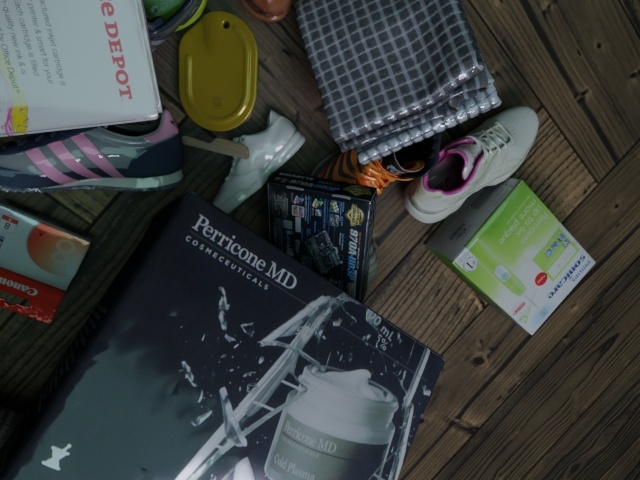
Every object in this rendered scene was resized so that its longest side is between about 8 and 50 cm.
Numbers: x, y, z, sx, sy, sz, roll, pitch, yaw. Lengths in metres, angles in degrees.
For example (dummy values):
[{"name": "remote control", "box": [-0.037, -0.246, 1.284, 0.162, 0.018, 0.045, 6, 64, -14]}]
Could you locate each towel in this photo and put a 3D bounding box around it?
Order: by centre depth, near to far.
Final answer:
[{"name": "towel", "box": [0.100, -0.281, 0.705, 0.235, 0.121, 0.283, -21, 71, 16]}]

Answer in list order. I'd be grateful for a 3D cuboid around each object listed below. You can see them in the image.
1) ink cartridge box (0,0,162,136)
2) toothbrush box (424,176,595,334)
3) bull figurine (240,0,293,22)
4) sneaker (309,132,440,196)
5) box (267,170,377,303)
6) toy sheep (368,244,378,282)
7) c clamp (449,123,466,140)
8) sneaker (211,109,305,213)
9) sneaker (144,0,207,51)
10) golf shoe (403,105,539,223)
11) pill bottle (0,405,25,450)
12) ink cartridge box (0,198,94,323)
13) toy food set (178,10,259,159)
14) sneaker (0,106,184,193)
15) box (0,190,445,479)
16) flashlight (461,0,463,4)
[{"name": "ink cartridge box", "box": [-0.357, -0.237, 0.555, 0.306, 0.131, 0.226, -9, 108, -14]}, {"name": "toothbrush box", "box": [0.394, 0.027, 1.001, 0.283, 0.122, 0.206, 39, 93, -25]}, {"name": "bull figurine", "box": [-0.053, -0.496, 0.714, 0.188, 0.101, 0.310, 26, 96, -18]}, {"name": "sneaker", "box": [0.081, -0.113, 0.828, 0.125, 0.180, 0.321, 30, 97, -22]}, {"name": "box", "box": [0.000, 0.000, 0.833, 0.175, 0.051, 0.220, 12, 125, 15]}, {"name": "toy sheep", "box": [0.069, 0.041, 0.924, 0.091, 0.091, 0.132, -13, 124, -13]}, {"name": "c clamp", "box": [0.219, -0.196, 0.933, 0.137, 0.022, 0.160, 39, 93, -30]}, {"name": "sneaker", "box": [-0.129, -0.131, 0.826, 0.094, 0.080, 0.212, 44, 84, -12]}, {"name": "sneaker", "box": [-0.283, -0.305, 0.690, 0.300, 0.121, 0.111, -45, 113, 0]}, {"name": "golf shoe", "box": [0.289, -0.151, 0.877, 0.306, 0.140, 0.115, -40, 76, -5]}, {"name": "pill bottle", "box": [-0.480, 0.416, 0.812, 0.361, 0.204, 0.204, 30, 96, -23]}, {"name": "ink cartridge box", "box": [-0.480, 0.043, 0.782, 0.145, 0.045, 0.179, 27, 95, -22]}, {"name": "toy food set", "box": [-0.158, -0.249, 0.782, 0.128, 0.071, 0.217, 7, 104, 7]}, {"name": "sneaker", "box": [-0.370, -0.145, 0.718, 0.319, 0.112, 0.131, -5, 118, -24]}, {"name": "box", "box": [-0.147, 0.267, 0.722, 0.480, 0.297, 0.471, 34, 70, -20]}, {"name": "flashlight", "box": [0.191, -0.542, 0.774, 0.103, 0.103, 0.304, -15, 112, -40]}]
